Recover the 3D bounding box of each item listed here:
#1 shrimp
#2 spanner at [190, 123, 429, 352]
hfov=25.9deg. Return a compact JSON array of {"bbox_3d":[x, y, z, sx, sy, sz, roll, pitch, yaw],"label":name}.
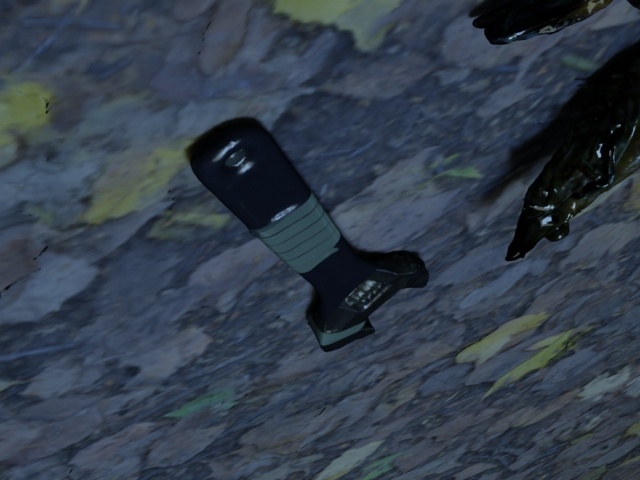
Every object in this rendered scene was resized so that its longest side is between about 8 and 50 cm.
[{"bbox_3d":[0.131,-0.076,0.746,0.198,0.051,0.262,4,140,-38],"label":"shrimp"},{"bbox_3d":[0.000,0.000,0.794,0.087,0.024,0.316,-30,155,4],"label":"spanner"}]
